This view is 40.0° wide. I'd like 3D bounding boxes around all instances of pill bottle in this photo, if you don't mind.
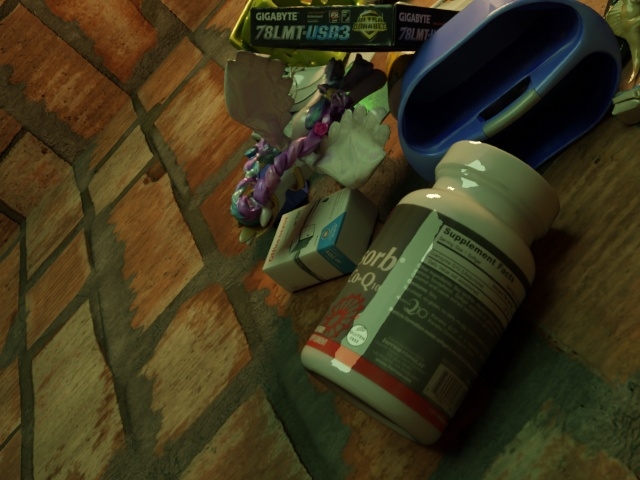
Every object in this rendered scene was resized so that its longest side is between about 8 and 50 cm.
[{"bbox_3d":[0.183,-0.314,1.664,0.117,0.117,0.208,-34,33,28],"label":"pill bottle"},{"bbox_3d":[0.151,0.064,1.157,0.363,0.210,0.210,-56,28,-12],"label":"pill bottle"}]

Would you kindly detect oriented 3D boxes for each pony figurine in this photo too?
[{"bbox_3d":[-0.017,-0.186,1.555,0.363,0.302,0.351,-50,-11,-43],"label":"pony figurine"}]

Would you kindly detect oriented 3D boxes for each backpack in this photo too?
[{"bbox_3d":[-0.097,-0.102,1.837,0.120,0.101,0.098,-43,22,21],"label":"backpack"}]

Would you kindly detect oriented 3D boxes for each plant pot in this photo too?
[{"bbox_3d":[-0.066,-0.496,2.014,0.207,0.228,0.227,-28,34,47],"label":"plant pot"}]

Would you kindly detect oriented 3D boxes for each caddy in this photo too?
[{"bbox_3d":[0.270,-0.221,1.299,0.341,0.241,0.179,-38,26,23],"label":"caddy"}]

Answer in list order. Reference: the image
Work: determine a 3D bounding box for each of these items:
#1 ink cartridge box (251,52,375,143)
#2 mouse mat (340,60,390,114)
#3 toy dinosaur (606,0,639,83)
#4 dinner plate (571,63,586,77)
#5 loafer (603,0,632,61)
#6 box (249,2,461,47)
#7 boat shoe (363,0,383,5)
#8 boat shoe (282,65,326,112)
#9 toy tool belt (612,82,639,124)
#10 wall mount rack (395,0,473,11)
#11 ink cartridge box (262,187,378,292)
[{"bbox_3d":[0.005,-0.323,1.992,0.307,0.072,0.303,-51,27,-6],"label":"ink cartridge box"},{"bbox_3d":[0.062,-0.271,1.820,0.152,0.007,0.190,40,91,29],"label":"mouse mat"},{"bbox_3d":[0.475,-0.325,1.307,0.092,0.053,0.183,-14,83,18],"label":"toy dinosaur"},{"bbox_3d":[0.399,-0.299,1.438,0.141,0.017,0.141,-36,31,26],"label":"dinner plate"},{"bbox_3d":[0.464,-0.336,1.361,0.061,0.062,0.170,89,-158,-72],"label":"loafer"},{"bbox_3d":[0.082,-0.357,1.493,0.295,0.293,0.073,9,105,37],"label":"box"},{"bbox_3d":[0.074,-0.556,2.154,0.320,0.103,0.118,-30,16,24],"label":"boat shoe"},{"bbox_3d":[-0.062,-0.341,1.950,0.258,0.084,0.095,-17,42,47],"label":"boat shoe"},{"bbox_3d":[0.445,-0.200,1.216,0.083,0.052,0.051,-21,48,42],"label":"toy tool belt"},{"bbox_3d":[0.215,-0.471,1.738,0.304,0.130,0.350,-41,23,-23],"label":"wall mount rack"},{"bbox_3d":[0.000,0.000,1.592,0.190,0.082,0.140,-20,40,41],"label":"ink cartridge box"}]
